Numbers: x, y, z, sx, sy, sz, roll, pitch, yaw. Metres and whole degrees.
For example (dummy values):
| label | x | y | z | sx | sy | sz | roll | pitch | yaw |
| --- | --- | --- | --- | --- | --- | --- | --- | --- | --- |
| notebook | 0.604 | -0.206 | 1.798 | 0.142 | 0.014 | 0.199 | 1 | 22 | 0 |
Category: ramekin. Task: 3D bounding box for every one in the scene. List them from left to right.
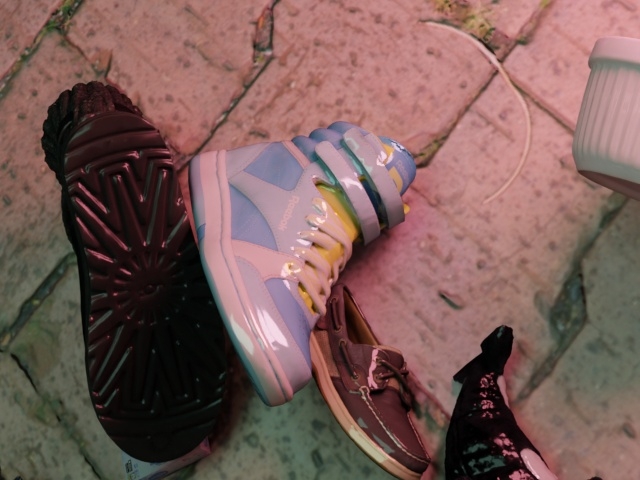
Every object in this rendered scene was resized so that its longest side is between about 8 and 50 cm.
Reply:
| label | x | y | z | sx | sy | sz | roll | pitch | yaw |
| --- | --- | --- | --- | --- | --- | --- | --- | --- | --- |
| ramekin | 0.303 | -0.080 | 1.489 | 0.207 | 0.207 | 0.109 | 21 | 90 | 38 |

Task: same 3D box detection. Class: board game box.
| label | x | y | z | sx | sy | sz | roll | pitch | yaw |
| --- | --- | --- | --- | --- | --- | --- | --- | --- | --- |
| board game box | -0.155 | 0.184 | 1.781 | 0.090 | 0.020 | 0.090 | -28 | 55 | 20 |

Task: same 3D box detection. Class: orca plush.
| label | x | y | z | sx | sy | sz | roll | pitch | yaw |
| --- | --- | --- | --- | --- | --- | --- | --- | --- | --- |
| orca plush | 0.154 | 0.201 | 1.514 | 0.151 | 0.102 | 0.287 | -15 | 61 | 27 |

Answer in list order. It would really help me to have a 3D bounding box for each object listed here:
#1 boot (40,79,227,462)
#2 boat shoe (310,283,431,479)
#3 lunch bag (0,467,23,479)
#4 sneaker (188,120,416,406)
| label | x | y | z | sx | sy | sz | roll | pitch | yaw |
| --- | --- | --- | --- | --- | --- | --- | --- | --- | --- |
| boot | -0.184 | 0.021 | 1.781 | 0.260 | 0.131 | 0.348 | -149 | 52 | -74 |
| boat shoe | 0.042 | 0.121 | 1.642 | 0.073 | 0.080 | 0.223 | -46 | 46 | 12 |
| lunch bag | -0.391 | 0.375 | 1.725 | 0.305 | 0.212 | 0.256 | -38 | 53 | 12 |
| sneaker | 0.000 | 0.000 | 1.650 | 0.208 | 0.127 | 0.319 | -19 | 43 | 3 |
